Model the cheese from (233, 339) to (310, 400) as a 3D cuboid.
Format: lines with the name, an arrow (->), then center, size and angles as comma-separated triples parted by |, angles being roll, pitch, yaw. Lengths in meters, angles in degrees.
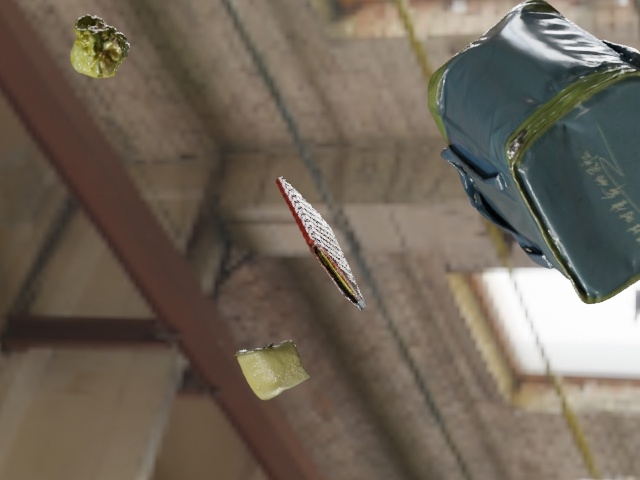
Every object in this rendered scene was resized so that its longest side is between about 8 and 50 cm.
cheese -> -0.053, 0.134, 1.909 | 0.041, 0.084, 0.060 | -20, -93, -47

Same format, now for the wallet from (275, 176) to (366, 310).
wallet -> 0.000, 0.000, 2.104 | 0.103, 0.020, 0.196 | 51, -173, -28

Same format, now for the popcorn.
popcorn -> -0.253, -0.220, 2.063 | 0.059, 0.068, 0.083 | 58, -168, -68

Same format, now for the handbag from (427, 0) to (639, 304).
handbag -> 0.264, -0.102, 1.953 | 0.263, 0.222, 0.241 | 58, 175, -34
